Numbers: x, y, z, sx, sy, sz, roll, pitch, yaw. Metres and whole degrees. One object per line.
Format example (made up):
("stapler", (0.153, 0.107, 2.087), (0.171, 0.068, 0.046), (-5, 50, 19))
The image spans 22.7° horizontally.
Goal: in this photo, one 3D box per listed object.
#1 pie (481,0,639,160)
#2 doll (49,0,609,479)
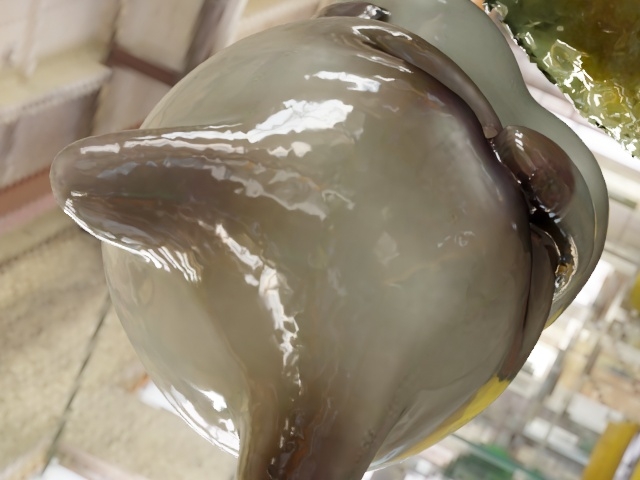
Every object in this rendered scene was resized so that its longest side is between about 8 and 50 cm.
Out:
("pie", (0.313, -0.175, 0.920), (0.418, 0.395, 0.180), (-33, 20, 12))
("doll", (0.026, -0.014, 0.799), (0.226, 0.215, 0.370), (-25, 5, 9))
